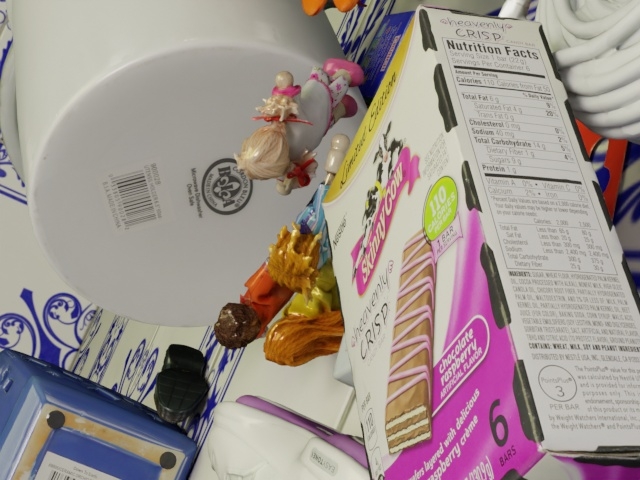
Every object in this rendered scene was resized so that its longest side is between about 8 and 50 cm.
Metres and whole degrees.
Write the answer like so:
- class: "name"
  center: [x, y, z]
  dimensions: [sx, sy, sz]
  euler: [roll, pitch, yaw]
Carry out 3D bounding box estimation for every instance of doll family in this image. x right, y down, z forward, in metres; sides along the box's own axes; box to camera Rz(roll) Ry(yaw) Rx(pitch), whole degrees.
- class: "doll family"
  center: [0.000, 0.000, 0.808]
  dimensions: [0.163, 0.118, 0.263]
  euler: [-50, -22, -46]

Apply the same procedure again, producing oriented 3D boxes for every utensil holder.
- class: "utensil holder"
  center: [-0.132, -0.154, 1.047]
  dimensions: [0.328, 0.327, 0.385]
  euler: [-57, 33, 28]

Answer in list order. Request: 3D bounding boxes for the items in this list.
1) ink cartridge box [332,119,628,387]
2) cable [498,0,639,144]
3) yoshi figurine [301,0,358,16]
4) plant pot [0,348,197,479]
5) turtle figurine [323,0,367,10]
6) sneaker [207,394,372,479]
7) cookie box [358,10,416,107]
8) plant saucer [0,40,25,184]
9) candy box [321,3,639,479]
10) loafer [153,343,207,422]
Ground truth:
- class: "ink cartridge box"
  center: [0.097, -0.011, 0.683]
  dimensions: [0.232, 0.066, 0.189]
  euler: [134, 156, -61]
- class: "cable"
  center: [0.199, -0.161, 0.507]
  dimensions: [0.257, 0.089, 0.257]
  euler: [-63, 16, 6]
- class: "yoshi figurine"
  center: [0.007, -0.314, 0.819]
  dimensions: [0.362, 0.203, 0.203]
  euler: [51, 159, 49]
- class: "plant pot"
  center: [-0.282, 0.272, 1.195]
  dimensions: [0.212, 0.236, 0.236]
  euler: [-7, 58, 66]
- class: "turtle figurine"
  center: [0.057, -0.338, 1.218]
  dimensions: [0.234, 0.118, 0.175]
  euler: [24, 106, 59]
- class: "sneaker"
  center: [-0.023, 0.182, 0.662]
  dimensions: [0.152, 0.114, 0.305]
  euler: [-66, 15, -8]
- class: "cookie box"
  center: [0.072, -0.171, 1.044]
  dimensions: [0.092, 0.040, 0.107]
  euler: [-64, 15, 4]
- class: "plant saucer"
  center: [-0.208, -0.198, 1.348]
  dimensions: [0.401, 0.400, 0.100]
  euler: [-60, 41, 18]
- class: "candy box"
  center: [0.069, 0.028, 0.508]
  dimensions: [0.159, 0.071, 0.234]
  euler: [117, 152, -49]
- class: "loafer"
  center: [-0.169, 0.182, 1.286]
  dimensions: [0.170, 0.062, 0.061]
  euler: [-89, 17, -75]
